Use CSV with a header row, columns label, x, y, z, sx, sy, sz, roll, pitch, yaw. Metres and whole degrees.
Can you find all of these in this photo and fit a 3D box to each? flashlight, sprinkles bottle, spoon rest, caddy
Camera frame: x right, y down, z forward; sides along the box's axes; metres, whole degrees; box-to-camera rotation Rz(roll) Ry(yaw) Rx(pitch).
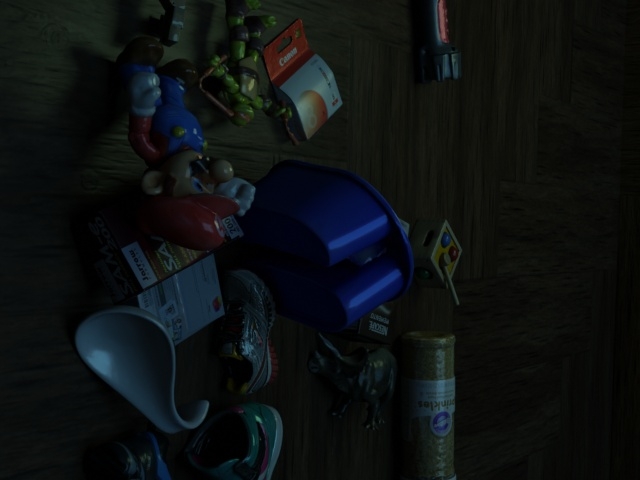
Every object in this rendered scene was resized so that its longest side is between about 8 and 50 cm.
label,x,y,z,sx,sy,sz,roll,pitch,yaw
flashlight,0.258,-0.497,2.288,0.103,0.103,0.304,-27,113,-57
sprinkles bottle,0.230,0.375,2.282,0.121,0.121,0.355,-7,97,-57
spoon rest,-0.245,0.191,1.523,0.084,0.137,0.276,-91,158,-46
caddy,0.000,0.000,1.725,0.179,0.341,0.241,-35,122,-31

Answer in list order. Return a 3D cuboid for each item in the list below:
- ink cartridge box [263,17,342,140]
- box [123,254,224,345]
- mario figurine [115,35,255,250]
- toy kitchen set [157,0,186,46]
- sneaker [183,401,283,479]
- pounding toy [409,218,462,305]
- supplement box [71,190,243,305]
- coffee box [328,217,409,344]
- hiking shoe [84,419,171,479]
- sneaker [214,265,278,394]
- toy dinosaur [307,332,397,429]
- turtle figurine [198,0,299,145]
label,x,y,z,sx,sy,sz,roll,pitch,yaw
ink cartridge box,-0.029,-0.290,1.909,0.145,0.045,0.179,-50,134,-44
box,-0.226,0.082,1.631,0.186,0.038,0.145,-32,119,-51
mario figurine,-0.178,-0.136,1.479,0.198,0.170,0.320,-4,62,-27
toy kitchen set,-0.248,-0.335,1.573,0.075,0.068,0.083,14,79,-28
sneaker,-0.142,0.395,1.697,0.178,0.124,0.295,35,55,-58
pounding toy,0.256,0.047,2.319,0.130,0.100,0.141,57,47,-42
supplement box,-0.231,-0.013,1.547,0.239,0.073,0.130,-33,96,-51
coffee box,0.085,0.068,2.056,0.141,0.098,0.246,24,72,-55
hiking shoe,-0.247,0.425,1.549,0.132,0.113,0.304,-19,108,-55
sneaker,-0.125,0.151,1.746,0.093,0.088,0.225,-28,115,-52
toy dinosaur,0.103,0.272,2.081,0.314,0.121,0.160,5,101,-53
turtle figurine,-0.119,-0.269,1.730,0.269,0.087,0.217,24,65,-51
